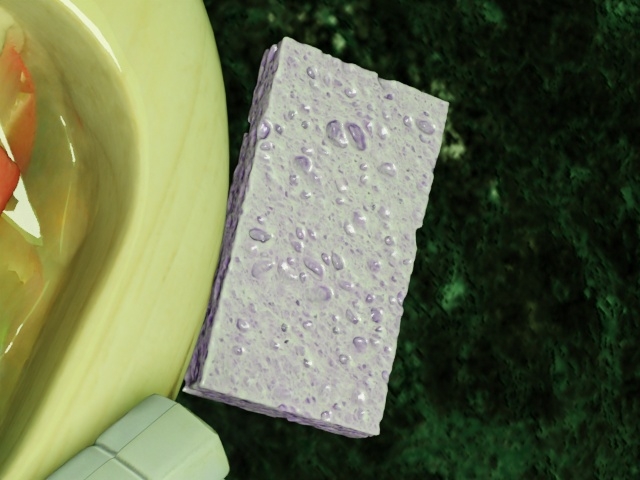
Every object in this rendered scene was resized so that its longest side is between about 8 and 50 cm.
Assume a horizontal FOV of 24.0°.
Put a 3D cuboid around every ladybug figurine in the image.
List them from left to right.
[{"bbox_3d":[-0.215,0.020,0.670,0.305,0.162,0.449,35,67,-21],"label":"ladybug figurine"}]

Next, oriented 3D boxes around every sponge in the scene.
[{"bbox_3d":[0.000,0.000,0.867,0.117,0.031,0.210,20,73,-25],"label":"sponge"}]

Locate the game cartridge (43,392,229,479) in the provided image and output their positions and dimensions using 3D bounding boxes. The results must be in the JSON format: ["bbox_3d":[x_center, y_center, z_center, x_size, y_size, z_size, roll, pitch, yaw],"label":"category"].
[{"bbox_3d":[-0.098,0.264,0.668,0.230,0.068,0.355,-35,131,-25],"label":"game cartridge"}]
